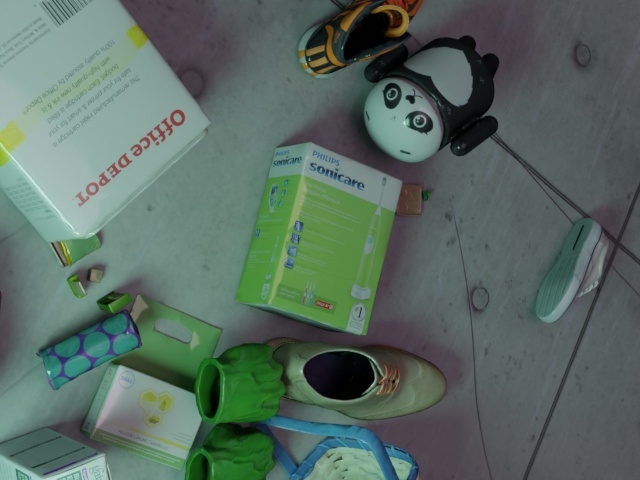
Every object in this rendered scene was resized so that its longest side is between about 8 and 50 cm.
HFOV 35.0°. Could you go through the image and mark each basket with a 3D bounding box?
[{"bbox_3d":[0.043,0.407,1.692,0.201,0.254,0.289,-45,121,-36],"label":"basket"}]

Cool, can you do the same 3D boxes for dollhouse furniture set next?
[{"bbox_3d":[-0.350,0.038,1.550,0.076,0.058,0.152,-33,107,-29],"label":"dollhouse furniture set"}]

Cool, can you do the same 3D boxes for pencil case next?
[{"bbox_3d":[-0.346,0.164,1.531,0.151,0.070,0.064,-26,77,-13],"label":"pencil case"}]

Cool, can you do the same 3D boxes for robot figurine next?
[{"bbox_3d":[0.204,-0.261,1.843,0.278,0.209,0.173,-39,123,-27],"label":"robot figurine"}]

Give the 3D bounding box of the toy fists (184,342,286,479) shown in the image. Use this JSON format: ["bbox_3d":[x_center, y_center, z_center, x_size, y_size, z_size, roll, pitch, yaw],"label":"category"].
[{"bbox_3d":[-0.135,0.297,1.626,0.142,0.096,0.279,-2,104,-42],"label":"toy fists"}]

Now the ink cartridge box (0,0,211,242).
[{"bbox_3d":[-0.390,-0.224,1.458,0.279,0.160,0.385,-45,110,-26],"label":"ink cartridge box"}]

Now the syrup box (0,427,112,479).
[{"bbox_3d":[-0.378,0.338,1.425,0.096,0.237,0.093,-17,100,-32],"label":"syrup box"}]

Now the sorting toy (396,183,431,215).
[{"bbox_3d":[0.177,-0.076,1.921,0.083,0.012,0.062,1,84,-30],"label":"sorting toy"}]

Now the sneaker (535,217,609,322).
[{"bbox_3d":[0.536,0.075,2.106,0.091,0.094,0.258,41,68,-21],"label":"sneaker"}]

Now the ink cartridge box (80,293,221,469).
[{"bbox_3d":[-0.257,0.225,1.615,0.171,0.056,0.235,28,77,-29],"label":"ink cartridge box"}]

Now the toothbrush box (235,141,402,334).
[{"bbox_3d":[0.000,0.000,1.741,0.206,0.122,0.283,19,80,-31],"label":"toothbrush box"}]

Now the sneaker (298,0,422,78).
[{"bbox_3d":[0.119,-0.394,1.785,0.321,0.180,0.124,-47,113,-24],"label":"sneaker"}]

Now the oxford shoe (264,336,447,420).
[{"bbox_3d":[0.084,0.253,1.779,0.397,0.146,0.140,8,85,-33],"label":"oxford shoe"}]
